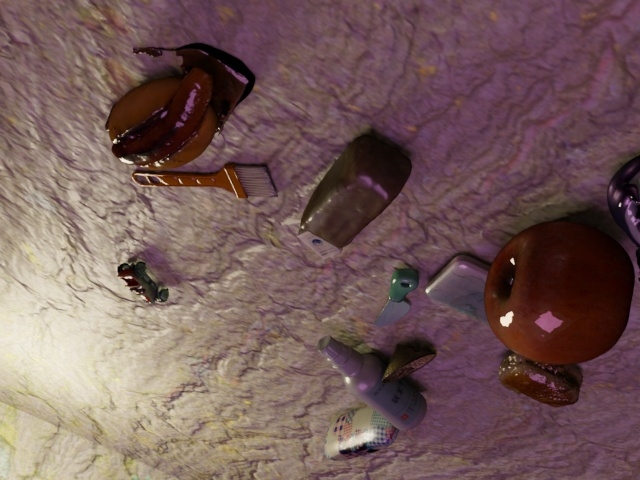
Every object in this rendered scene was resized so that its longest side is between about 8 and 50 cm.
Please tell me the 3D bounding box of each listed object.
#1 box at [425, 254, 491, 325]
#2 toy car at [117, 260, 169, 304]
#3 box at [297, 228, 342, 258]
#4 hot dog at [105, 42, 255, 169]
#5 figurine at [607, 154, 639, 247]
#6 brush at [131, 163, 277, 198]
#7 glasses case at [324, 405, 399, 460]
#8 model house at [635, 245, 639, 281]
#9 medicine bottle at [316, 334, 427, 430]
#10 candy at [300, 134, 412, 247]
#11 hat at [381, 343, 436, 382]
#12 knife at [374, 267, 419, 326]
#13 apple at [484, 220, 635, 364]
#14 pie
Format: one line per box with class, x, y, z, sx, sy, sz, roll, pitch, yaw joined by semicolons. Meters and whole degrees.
box;0.364;0.124;1.305;0.285;0.044;0.142;25;138;-9
toy car;-0.439;0.109;1.605;0.073;0.054;0.143;-4;136;28
box;0.000;0.000;1.315;0.054;0.024;0.083;-21;129;42
hot dog;-0.271;-0.207;1.105;0.194;0.107;0.326;33;140;-17
figurine;0.520;-0.080;0.928;0.145;0.145;0.222;33;131;-18
brush;-0.238;-0.118;1.277;0.315;0.017;0.090;4;140;20
glasses case;0.114;0.544;1.852;0.076;0.125;0.327;26;142;-23
model house;0.610;0.027;1.034;0.148;0.119;0.148;27;134;-11
medicine bottle;0.123;0.345;1.616;0.110;0.110;0.352;-22;127;40
candy;0.055;-0.079;1.132;0.104;0.102;0.234;29;144;-13
hat;0.196;0.277;1.550;0.146;0.067;0.146;-23;157;-10
knife;0.167;0.134;1.413;0.063;0.034;0.260;10;148;0
apple;0.409;0.090;1.099;0.254;0.253;0.253;11;142;9
pie;0.493;0.316;1.459;0.194;0.078;0.163;28;145;-10
